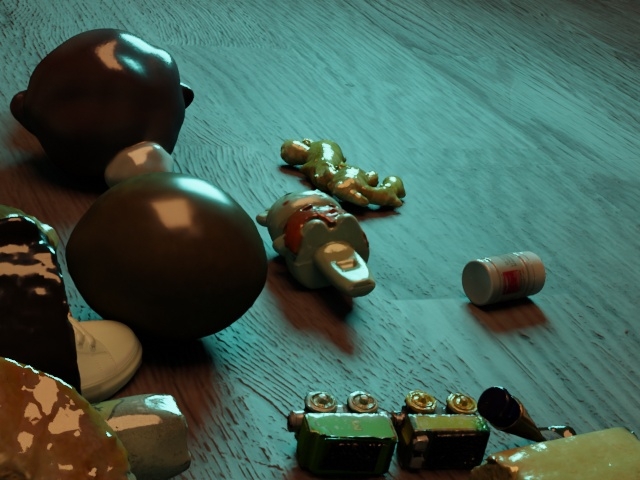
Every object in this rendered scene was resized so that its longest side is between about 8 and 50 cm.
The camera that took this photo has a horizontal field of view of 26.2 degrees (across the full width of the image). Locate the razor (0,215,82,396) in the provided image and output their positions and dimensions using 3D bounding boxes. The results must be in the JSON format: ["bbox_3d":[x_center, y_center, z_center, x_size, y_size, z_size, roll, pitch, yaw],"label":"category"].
[{"bbox_3d":[-0.369,0.090,1.154,0.327,0.189,0.107,-11,-17,-6],"label":"razor"}]

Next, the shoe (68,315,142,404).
[{"bbox_3d":[-0.274,0.104,1.314,0.095,0.110,0.265,26,31,35],"label":"shoe"}]

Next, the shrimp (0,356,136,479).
[{"bbox_3d":[-0.311,0.249,0.929,0.445,0.085,0.272,-30,77,-35],"label":"shrimp"}]

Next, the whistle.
[{"bbox_3d":[-0.001,0.002,1.667,0.102,0.105,0.253,-37,34,-1],"label":"whistle"}]

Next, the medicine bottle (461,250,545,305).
[{"bbox_3d":[0.226,0.046,1.696,0.091,0.058,0.058,-9,29,-36],"label":"medicine bottle"}]

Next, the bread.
[{"bbox_3d":[0.249,0.233,1.279,0.178,0.060,0.139,-6,28,-32],"label":"bread"}]

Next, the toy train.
[{"bbox_3d":[0.069,0.186,1.324,0.202,0.060,0.081,3,31,-16],"label":"toy train"}]

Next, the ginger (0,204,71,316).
[{"bbox_3d":[-0.370,0.016,1.451,0.270,0.123,0.219,19,22,31],"label":"ginger"}]

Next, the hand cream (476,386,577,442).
[{"bbox_3d":[0.211,0.184,1.358,0.163,0.039,0.062,31,0,-43],"label":"hand cream"}]

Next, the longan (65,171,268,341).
[{"bbox_3d":[-0.162,0.016,1.461,0.213,0.198,0.198,15,24,4],"label":"longan"}]

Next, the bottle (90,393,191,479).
[{"bbox_3d":[-0.245,0.191,1.164,0.270,0.083,0.083,-10,29,-23],"label":"bottle"}]

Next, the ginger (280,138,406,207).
[{"bbox_3d":[0.029,-0.097,1.955,0.193,0.052,0.176,12,18,3],"label":"ginger"}]

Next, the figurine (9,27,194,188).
[{"bbox_3d":[-0.320,-0.181,1.921,0.218,0.206,0.365,25,-7,-19],"label":"figurine"}]
